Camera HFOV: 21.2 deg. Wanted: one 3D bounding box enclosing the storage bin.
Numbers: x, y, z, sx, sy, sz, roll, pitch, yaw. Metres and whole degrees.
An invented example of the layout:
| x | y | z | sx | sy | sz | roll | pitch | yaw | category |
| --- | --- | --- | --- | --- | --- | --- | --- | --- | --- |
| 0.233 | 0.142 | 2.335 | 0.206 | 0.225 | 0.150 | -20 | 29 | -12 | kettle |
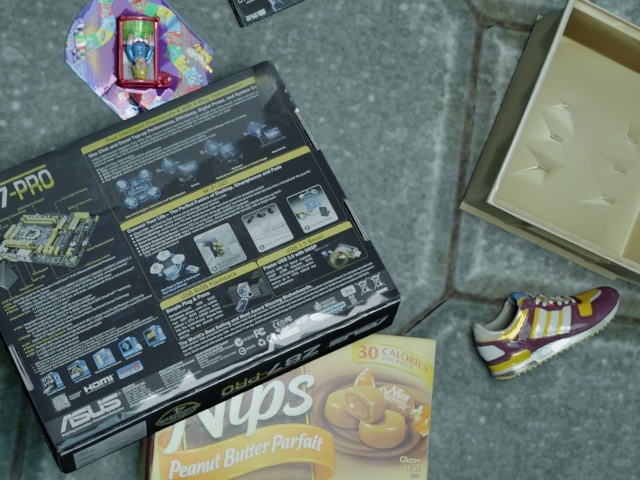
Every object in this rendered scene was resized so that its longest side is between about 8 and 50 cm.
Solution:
| x | y | z | sx | sy | sz | roll | pitch | yaw | category |
| --- | --- | --- | --- | --- | --- | --- | --- | --- | --- |
| 0.335 | -0.107 | 2.004 | 0.260 | 0.123 | 0.262 | 24 | 81 | -13 | storage bin |

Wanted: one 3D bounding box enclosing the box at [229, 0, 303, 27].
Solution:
| x | y | z | sx | sy | sz | roll | pitch | yaw | category |
| --- | --- | --- | --- | --- | --- | --- | --- | --- | --- |
| -0.066 | -0.290 | 1.952 | 0.083 | 0.018 | 0.067 | -24 | 94 | -15 | box |

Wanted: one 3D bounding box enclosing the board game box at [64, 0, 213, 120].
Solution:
| x | y | z | sx | sy | sz | roll | pitch | yaw | category |
| --- | --- | --- | --- | --- | --- | --- | --- | --- | --- |
| -0.197 | -0.206 | 1.905 | 0.168 | 0.033 | 0.133 | 46 | 78 | -10 | board game box |

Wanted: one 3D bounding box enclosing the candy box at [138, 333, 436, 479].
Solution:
| x | y | z | sx | sy | sz | roll | pitch | yaw | category |
| --- | --- | --- | --- | --- | --- | --- | --- | --- | --- |
| -0.036 | 0.188 | 1.906 | 0.317 | 0.087 | 0.182 | 5 | 85 | -14 | candy box |

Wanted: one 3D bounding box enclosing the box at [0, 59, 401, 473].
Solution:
| x | y | z | sx | sy | sz | roll | pitch | yaw | category |
| --- | --- | --- | --- | --- | --- | --- | --- | --- | --- |
| -0.160 | 0.022 | 1.811 | 0.395 | 0.097 | 0.318 | -25 | 73 | -13 | box |

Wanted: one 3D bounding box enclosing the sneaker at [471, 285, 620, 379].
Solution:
| x | y | z | sx | sy | sz | roll | pitch | yaw | category |
| --- | --- | --- | --- | --- | --- | --- | --- | --- | --- |
| 0.266 | 0.087 | 2.006 | 0.185 | 0.069 | 0.084 | -30 | 101 | -15 | sneaker |
